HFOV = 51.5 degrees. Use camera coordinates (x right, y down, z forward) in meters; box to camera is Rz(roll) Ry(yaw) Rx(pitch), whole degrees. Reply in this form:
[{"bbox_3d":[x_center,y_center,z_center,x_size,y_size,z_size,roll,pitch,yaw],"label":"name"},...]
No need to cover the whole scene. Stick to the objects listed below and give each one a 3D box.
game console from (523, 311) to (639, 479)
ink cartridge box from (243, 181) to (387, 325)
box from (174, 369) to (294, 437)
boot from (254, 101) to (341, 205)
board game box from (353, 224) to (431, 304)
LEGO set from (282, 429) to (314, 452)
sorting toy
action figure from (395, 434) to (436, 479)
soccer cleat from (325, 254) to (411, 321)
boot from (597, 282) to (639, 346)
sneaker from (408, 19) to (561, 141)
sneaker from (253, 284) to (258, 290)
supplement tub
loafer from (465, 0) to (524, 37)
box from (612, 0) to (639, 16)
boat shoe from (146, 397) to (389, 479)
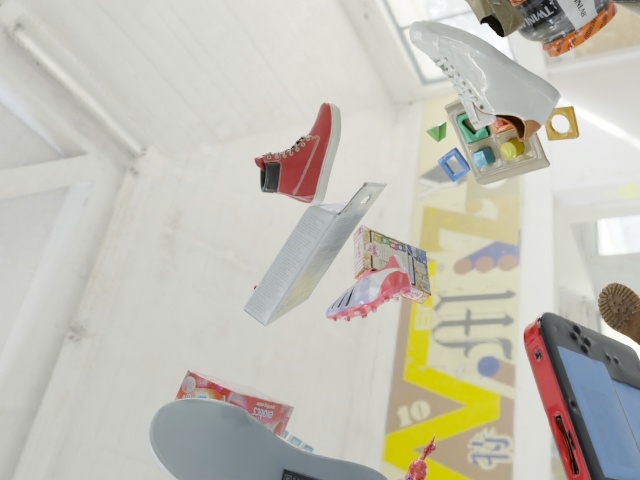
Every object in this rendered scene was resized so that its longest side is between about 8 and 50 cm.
[{"bbox_3d":[0.521,0.322,1.158,0.341,0.060,0.387,18,-134,-28],"label":"game console"},{"bbox_3d":[0.000,0.000,0.916,0.224,0.045,0.223,-55,-8,10],"label":"ink cartridge box"},{"bbox_3d":[-0.175,0.354,1.315,0.257,0.122,0.128,40,-110,-59],"label":"box"},{"bbox_3d":[-0.055,-0.217,1.530,0.176,0.088,0.244,14,-91,-18],"label":"boot"},{"bbox_3d":[0.173,0.058,1.612,0.193,0.045,0.147,22,-138,-19],"label":"board game box"},{"bbox_3d":[-0.117,0.629,1.740,0.244,0.060,0.182,-55,-44,-14],"label":"LEGO set"},{"bbox_3d":[0.351,-0.211,1.351,0.047,0.347,0.196,-34,-78,-36],"label":"sorting toy"},{"bbox_3d":[0.187,0.439,1.071,0.139,0.091,0.281,-34,-54,-34],"label":"action figure"},{"bbox_3d":[0.101,0.114,1.485,0.083,0.248,0.095,6,-116,-41],"label":"soccer cleat"},{"bbox_3d":[0.456,0.121,0.923,0.084,0.059,0.158,21,-157,-31],"label":"boot"},{"bbox_3d":[0.264,-0.268,1.140,0.123,0.290,0.106,-60,4,4],"label":"sneaker"},{"bbox_3d":[-0.105,0.100,1.442,0.067,0.064,0.175,39,-144,-14],"label":"sneaker"},{"bbox_3d":[0.443,-0.559,1.352,0.338,0.207,0.207,49,-143,-12],"label":"supplement tub"},{"bbox_3d":[0.293,-0.416,1.176,0.050,0.148,0.056,-54,0,-11],"label":"loafer"},{"bbox_3d":[0.649,-0.430,1.065,0.165,0.270,0.144,8,-80,-35],"label":"box"},{"bbox_3d":[-0.080,0.342,0.964,0.156,0.367,0.136,123,165,-55],"label":"boat shoe"}]
